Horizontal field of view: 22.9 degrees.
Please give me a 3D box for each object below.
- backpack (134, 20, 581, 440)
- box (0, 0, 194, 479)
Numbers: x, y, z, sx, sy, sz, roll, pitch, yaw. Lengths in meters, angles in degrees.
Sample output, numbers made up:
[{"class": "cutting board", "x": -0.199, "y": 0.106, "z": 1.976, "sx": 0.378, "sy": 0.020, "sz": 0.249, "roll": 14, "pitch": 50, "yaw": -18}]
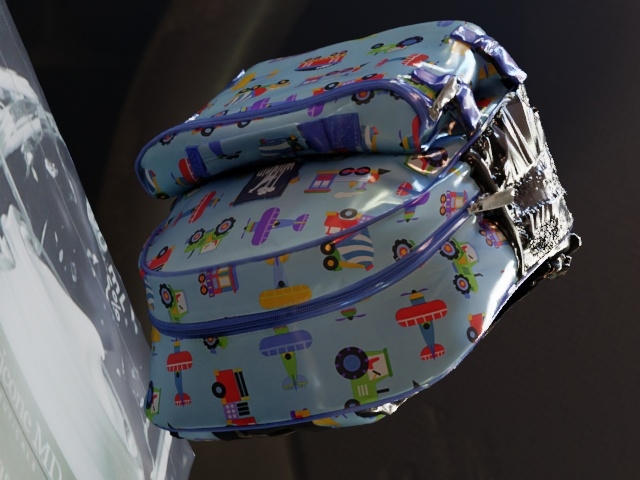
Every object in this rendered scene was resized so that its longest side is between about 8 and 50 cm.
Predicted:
[{"class": "backpack", "x": 0.000, "y": 0.000, "z": 0.611, "sx": 0.173, "sy": 0.158, "sz": 0.117, "roll": -45, "pitch": 121, "yaw": -53}, {"class": "box", "x": -0.279, "y": 0.062, "z": 0.590, "sx": 0.472, "sy": 0.297, "sz": 0.480, "roll": -88, "pitch": 161, "yaw": -63}]
